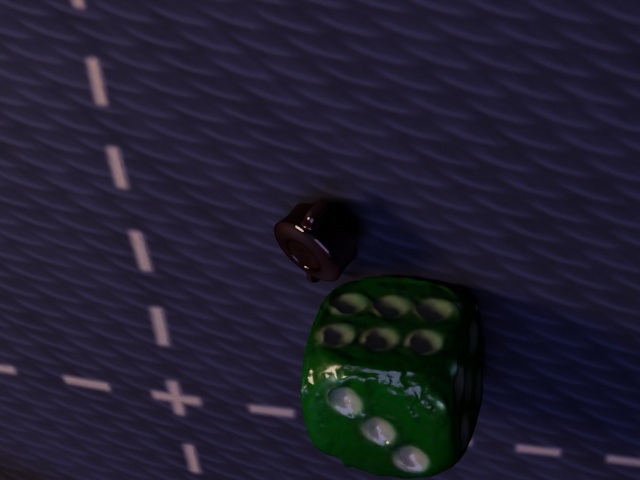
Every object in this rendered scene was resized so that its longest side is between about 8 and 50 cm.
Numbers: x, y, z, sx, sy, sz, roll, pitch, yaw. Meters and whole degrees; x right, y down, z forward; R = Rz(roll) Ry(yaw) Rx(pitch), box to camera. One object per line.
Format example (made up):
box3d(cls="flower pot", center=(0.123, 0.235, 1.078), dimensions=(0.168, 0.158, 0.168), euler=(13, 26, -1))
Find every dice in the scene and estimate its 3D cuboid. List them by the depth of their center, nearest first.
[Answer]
box3d(cls="dice", center=(0.061, 0.109, 1.126), dimensions=(0.128, 0.131, 0.120), euler=(6, 129, 18))

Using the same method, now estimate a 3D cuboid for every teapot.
box3d(cls="teapot", center=(0.000, 0.000, 1.114), dimensions=(0.068, 0.045, 0.100), euler=(34, 156, 22))
